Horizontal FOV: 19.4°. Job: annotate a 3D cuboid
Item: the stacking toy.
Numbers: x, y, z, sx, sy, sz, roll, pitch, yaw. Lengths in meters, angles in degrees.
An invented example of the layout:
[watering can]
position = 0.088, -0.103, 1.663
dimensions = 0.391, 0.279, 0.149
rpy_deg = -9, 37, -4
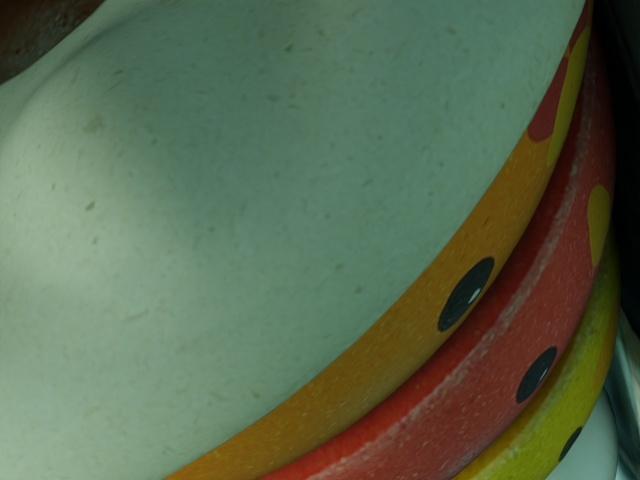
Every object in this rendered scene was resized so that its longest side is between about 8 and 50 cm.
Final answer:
[stacking toy]
position = 0.000, 0.000, 0.679
dimensions = 0.480, 0.350, 0.351
rpy_deg = 44, -156, -52
